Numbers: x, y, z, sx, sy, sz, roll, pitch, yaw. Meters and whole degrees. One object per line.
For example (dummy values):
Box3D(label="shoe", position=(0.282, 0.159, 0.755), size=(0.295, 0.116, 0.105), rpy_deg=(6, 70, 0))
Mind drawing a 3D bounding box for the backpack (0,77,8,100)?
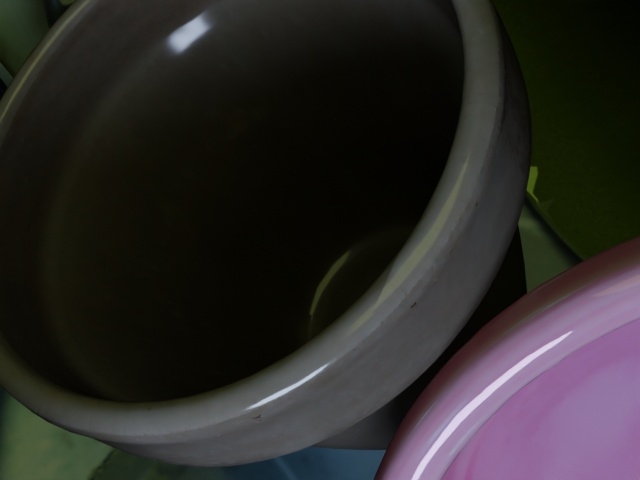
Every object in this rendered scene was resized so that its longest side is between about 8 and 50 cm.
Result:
Box3D(label="backpack", position=(-0.309, -0.069, 0.611), size=(0.276, 0.213, 0.263), rpy_deg=(-32, 67, 11))

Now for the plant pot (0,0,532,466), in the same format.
Box3D(label="plant pot", position=(0.000, 0.000, 0.507), size=(0.263, 0.229, 0.263), rpy_deg=(-14, 59, 25))

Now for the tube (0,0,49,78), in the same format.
Box3D(label="tube", position=(-0.189, -0.143, 0.617), size=(0.062, 0.240, 0.070), rpy_deg=(3, 62, 3))

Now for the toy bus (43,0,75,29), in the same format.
Box3D(label="toy bus", position=(-0.101, -0.140, 0.643), size=(0.149, 0.220, 0.211), rpy_deg=(-14, 33, -17))

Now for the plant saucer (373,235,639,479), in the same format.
Box3D(label="plant saucer", position=(0.181, 0.129, 0.431), size=(0.332, 0.332, 0.084), rpy_deg=(-10, 23, 7))

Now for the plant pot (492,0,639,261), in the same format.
Box3D(label="plant pot", position=(0.259, -0.147, 0.534), size=(0.293, 0.275, 0.275), rpy_deg=(-26, 65, -15))
